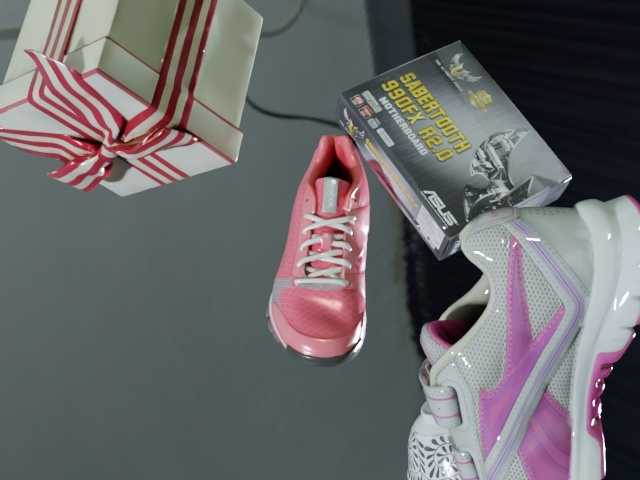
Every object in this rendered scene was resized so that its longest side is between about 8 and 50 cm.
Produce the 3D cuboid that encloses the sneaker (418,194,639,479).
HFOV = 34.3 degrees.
[{"bbox_3d":[0.108,0.089,0.603,0.103,0.111,0.252,-65,165,-80],"label":"sneaker"}]

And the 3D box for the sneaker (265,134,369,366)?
[{"bbox_3d":[-0.001,0.000,1.187,0.136,0.115,0.314,93,1,-45],"label":"sneaker"}]

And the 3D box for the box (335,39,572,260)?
[{"bbox_3d":[0.154,-0.111,1.230,0.183,0.231,0.056,-26,157,-19],"label":"box"}]

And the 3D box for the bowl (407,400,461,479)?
[{"bbox_3d":[0.176,0.236,1.311,0.170,0.170,0.080,-31,104,-34],"label":"bowl"}]

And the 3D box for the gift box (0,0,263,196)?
[{"bbox_3d":[-0.260,-0.210,1.292,0.276,0.255,0.258,28,59,-37],"label":"gift box"}]
